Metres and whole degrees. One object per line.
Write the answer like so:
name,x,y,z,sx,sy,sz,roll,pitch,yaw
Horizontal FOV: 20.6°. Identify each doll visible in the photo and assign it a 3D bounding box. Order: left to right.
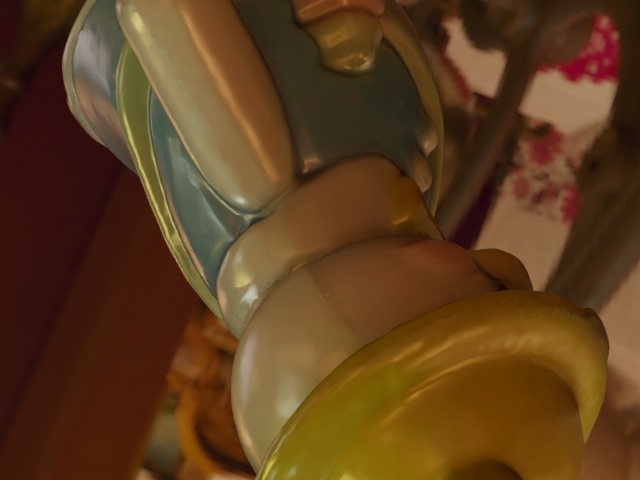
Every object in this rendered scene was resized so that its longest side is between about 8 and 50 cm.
doll,0.001,0.000,0.439,0.099,0.241,0.135,-10,138,-22
